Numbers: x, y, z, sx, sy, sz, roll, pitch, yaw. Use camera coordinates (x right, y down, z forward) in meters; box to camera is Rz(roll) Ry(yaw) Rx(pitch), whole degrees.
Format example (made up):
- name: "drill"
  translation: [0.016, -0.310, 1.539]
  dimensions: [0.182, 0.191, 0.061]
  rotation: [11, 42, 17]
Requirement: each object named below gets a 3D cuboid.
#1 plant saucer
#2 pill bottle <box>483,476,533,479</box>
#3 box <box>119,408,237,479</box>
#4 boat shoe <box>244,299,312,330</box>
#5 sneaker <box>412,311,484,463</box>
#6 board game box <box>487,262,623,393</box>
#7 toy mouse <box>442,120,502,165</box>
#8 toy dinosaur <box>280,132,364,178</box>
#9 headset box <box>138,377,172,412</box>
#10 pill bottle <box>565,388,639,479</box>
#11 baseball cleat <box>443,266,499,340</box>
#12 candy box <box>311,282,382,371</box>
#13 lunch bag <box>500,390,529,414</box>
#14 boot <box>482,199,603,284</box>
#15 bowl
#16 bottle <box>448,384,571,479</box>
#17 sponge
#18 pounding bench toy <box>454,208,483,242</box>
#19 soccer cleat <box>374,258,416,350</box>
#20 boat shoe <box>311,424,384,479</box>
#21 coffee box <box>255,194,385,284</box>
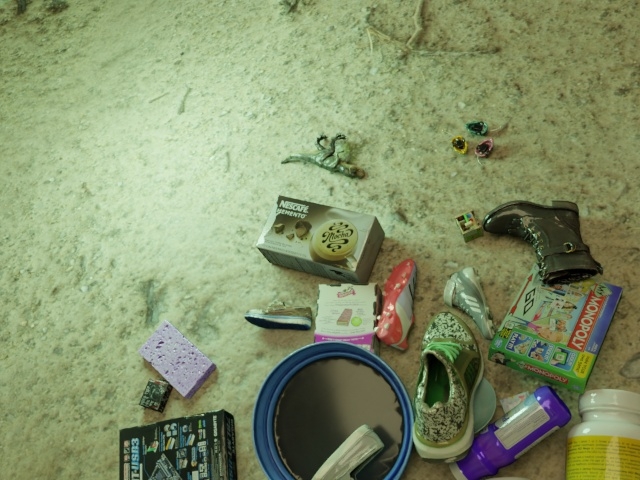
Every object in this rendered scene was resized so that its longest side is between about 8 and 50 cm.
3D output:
- name: "plant saucer"
  translation: [0.312, 0.387, 1.772]
  dimensions: [0.195, 0.037, 0.195]
  rotation: [-11, 41, 10]
- name: "pill bottle"
  translation: [0.403, 0.615, 1.598]
  dimensions: [0.121, 0.121, 0.216]
  rotation: [-7, 63, 15]
- name: "box"
  translation: [-0.354, 0.590, 1.889]
  dimensions: [0.293, 0.073, 0.295]
  rotation: [-15, 61, 12]
- name: "boat shoe"
  translation: [-0.110, 0.196, 2.019]
  dimensions: [0.183, 0.066, 0.066]
  rotation: [6, 61, 10]
- name: "sneaker"
  translation: [0.282, 0.288, 1.721]
  dimensions: [0.158, 0.182, 0.410]
  rotation: [-6, 38, 15]
- name: "board game box"
  translation: [0.540, 0.188, 1.739]
  dimensions: [0.213, 0.046, 0.317]
  rotation: [17, 44, 25]
- name: "toy mouse"
  translation: [0.435, -0.275, 2.093]
  dimensions: [0.143, 0.031, 0.161]
  rotation: [-28, 59, 3]
- name: "toy dinosaur"
  translation: [0.013, -0.254, 2.209]
  dimensions: [0.268, 0.064, 0.118]
  rotation: [15, 76, 28]
- name: "headset box"
  translation: [-0.437, 0.409, 2.031]
  dimensions: [0.062, 0.032, 0.083]
  rotation: [10, 67, 22]
- name: "pill bottle"
  translation: [0.599, 0.485, 1.560]
  dimensions: [0.188, 0.188, 0.334]
  rotation: [1, 65, 19]
- name: "baseball cleat"
  translation: [0.366, 0.165, 1.878]
  dimensions: [0.109, 0.072, 0.206]
  rotation: [-20, 50, 15]
- name: "candy box"
  translation: [0.069, 0.228, 1.934]
  dimensions: [0.159, 0.071, 0.233]
  rotation: [-2, 65, 16]
- name: "lunch bag"
  translation: [0.456, 0.394, 1.734]
  dimensions: [0.071, 0.053, 0.083]
  rotation: [-19, 66, 11]
- name: "boot"
  translation: [0.533, 0.010, 1.853]
  dimensions: [0.263, 0.091, 0.229]
  rotation: [-7, 48, 12]
- name: "bowl"
  translation: [0.032, 0.435, 1.793]
  dimensions: [0.391, 0.077, 0.391]
  rotation: [-4, 77, 16]
- name: "bottle"
  translation: [0.408, 0.429, 1.658]
  dimensions: [0.283, 0.118, 0.092]
  rotation: [-40, 76, 12]
- name: "sponge"
  translation: [-0.388, 0.320, 2.061]
  dimensions: [0.210, 0.031, 0.117]
  rotation: [35, 79, 30]
- name: "pounding bench toy"
  translation: [0.379, -0.047, 1.965]
  dimensions: [0.052, 0.083, 0.065]
  rotation: [-23, 60, 6]
- name: "soccer cleat"
  translation: [0.205, 0.160, 1.931]
  dimensions: [0.083, 0.095, 0.248]
  rotation: [-22, 37, 43]
- name: "boat shoe"
  translation: [0.052, 0.515, 1.686]
  dimensions: [0.081, 0.079, 0.227]
  rotation: [40, 88, 25]
- name: "coffee box"
  translation: [0.000, 0.000, 2.045]
  dimensions: [0.297, 0.119, 0.168]
  rotation: [14, 70, 24]
